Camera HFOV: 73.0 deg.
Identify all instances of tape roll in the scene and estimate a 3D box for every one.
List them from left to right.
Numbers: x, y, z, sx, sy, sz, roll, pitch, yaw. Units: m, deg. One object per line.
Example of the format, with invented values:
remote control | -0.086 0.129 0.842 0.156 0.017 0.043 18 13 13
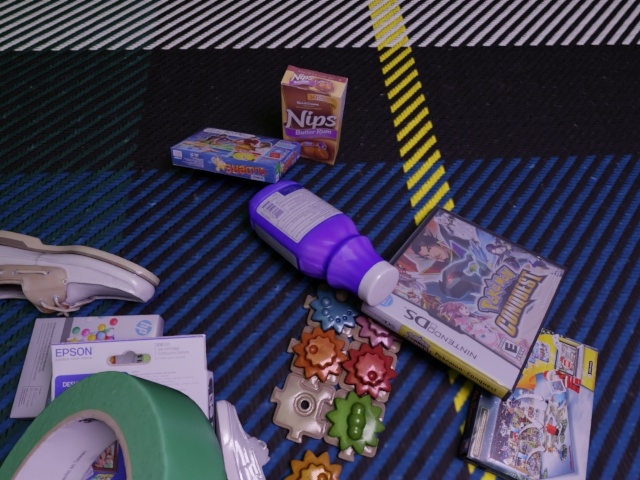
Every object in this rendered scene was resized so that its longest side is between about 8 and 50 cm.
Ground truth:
tape roll | -0.233 0.295 0.416 0.321 0.077 0.321 -20 50 26

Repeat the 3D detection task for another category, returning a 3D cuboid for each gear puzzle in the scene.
gear puzzle | 0.020 0.223 0.646 0.175 0.044 0.339 17 62 6

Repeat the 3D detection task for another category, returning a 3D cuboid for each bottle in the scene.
bottle | 0.000 0.000 0.700 0.118 0.092 0.283 -34 50 -26

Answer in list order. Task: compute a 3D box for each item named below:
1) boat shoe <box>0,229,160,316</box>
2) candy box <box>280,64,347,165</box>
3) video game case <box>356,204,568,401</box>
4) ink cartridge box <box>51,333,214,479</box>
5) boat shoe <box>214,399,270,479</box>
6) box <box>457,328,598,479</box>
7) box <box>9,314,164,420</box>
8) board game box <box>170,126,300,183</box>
boat shoe | -0.402 0.067 0.680 0.302 0.113 0.103 8 62 14
candy box | -0.015 -0.228 0.814 0.109 0.187 0.053 14 61 5
video game case | 0.236 0.077 0.703 0.248 0.035 0.275 30 53 22
ink cartridge box | -0.250 0.234 0.584 0.206 0.045 0.208 -2 86 -3
boat shoe | -0.099 0.305 0.587 0.063 0.066 0.184 -10 59 -24
box | 0.317 0.243 0.652 0.159 0.044 0.233 21 62 9
box | -0.342 0.189 0.650 0.186 0.038 0.145 0 62 -4
board game box | -0.154 -0.165 0.811 0.201 0.035 0.136 12 33 12
